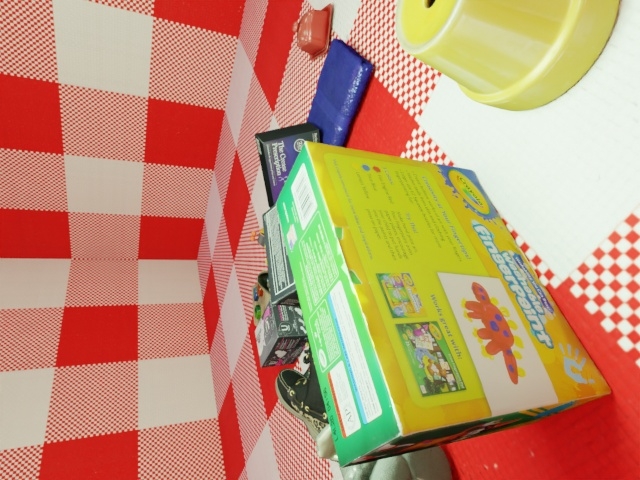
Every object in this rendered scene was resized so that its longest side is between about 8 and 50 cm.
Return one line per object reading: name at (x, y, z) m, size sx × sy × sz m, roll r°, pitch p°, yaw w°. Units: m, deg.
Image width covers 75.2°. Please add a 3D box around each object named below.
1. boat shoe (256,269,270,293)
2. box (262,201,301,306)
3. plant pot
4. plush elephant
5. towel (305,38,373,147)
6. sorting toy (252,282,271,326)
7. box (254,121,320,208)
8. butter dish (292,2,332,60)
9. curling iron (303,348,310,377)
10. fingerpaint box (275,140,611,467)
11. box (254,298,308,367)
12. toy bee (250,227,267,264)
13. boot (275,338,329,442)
boat shoe at (-0.176, 0.180, 1.692) m, size 0.305 × 0.091 × 0.109 m, roll -170°, pitch 82°, yaw -65°
box at (0.000, 0.000, 1.157) m, size 0.294 × 0.182 × 0.296 m, roll -35°, pitch 54°, yaw 41°
plant pot at (0.258, -0.348, 0.642) m, size 0.254 × 0.238 × 0.254 m, roll -177°, pitch 90°, yaw -65°
plush elephant at (0.124, 0.499, 0.853) m, size 0.255 × 0.271 × 0.330 m, roll -44°, pitch 20°, yaw 38°
towel at (0.056, -0.429, 1.278) m, size 0.228 × 0.076 × 0.308 m, roll 60°, pitch 141°, yaw 40°
sorting toy at (-0.280, 0.334, 1.960) m, size 0.229 × 0.041 × 0.307 m, roll 142°, pitch 126°, yaw -58°
box at (-0.091, -0.227, 1.346) m, size 0.103 × 0.184 × 0.261 m, roll -130°, pitch 27°, yaw -52°
butter dish at (-0.039, -0.724, 1.435) m, size 0.160 × 0.118 × 0.160 m, roll -159°, pitch 72°, yaw -63°
curling iron at (-0.062, 0.492, 1.496) m, size 0.068 × 0.035 × 0.274 m, roll -116°, pitch 38°, yaw -52°
fingerpaint box at (0.159, 0.073, 0.665) m, size 0.163 × 0.371 × 0.445 m, roll -58°, pitch 40°, yaw 44°
box at (-0.145, 0.344, 1.557) m, size 0.247 × 0.142 × 0.163 m, roll -61°, pitch 37°, yaw 44°
toy bee at (-0.193, 0.014, 1.663) m, size 0.298 × 0.162 × 0.195 m, roll -148°, pitch 61°, yaw -61°
boot at (-0.015, 0.419, 1.281) m, size 0.377 × 0.138 × 0.284 m, roll 29°, pitch 116°, yaw 58°
